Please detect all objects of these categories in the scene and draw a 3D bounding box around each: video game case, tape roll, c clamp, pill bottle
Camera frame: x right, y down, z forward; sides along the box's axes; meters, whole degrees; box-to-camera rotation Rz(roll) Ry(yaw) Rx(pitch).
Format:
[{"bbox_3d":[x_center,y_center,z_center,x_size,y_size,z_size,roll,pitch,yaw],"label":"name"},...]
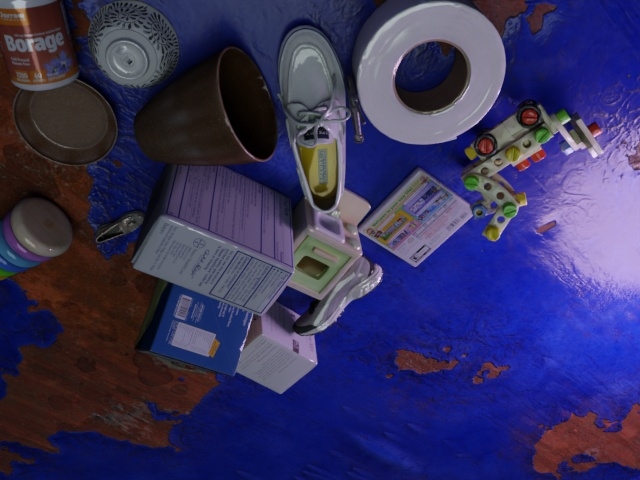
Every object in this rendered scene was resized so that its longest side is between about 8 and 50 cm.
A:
[{"bbox_3d":[0.228,-0.050,1.437,0.193,0.023,0.212,31,120,-25],"label":"video game case"},{"bbox_3d":[0.205,-0.331,1.173,0.286,0.100,0.286,-3,127,-4],"label":"tape roll"},{"bbox_3d":[0.067,-0.246,1.183,0.022,0.137,0.161,-13,160,2],"label":"c clamp"},{"bbox_3d":[-0.505,-0.383,1.054,0.121,0.121,0.216,-3,128,-3],"label":"pill bottle"}]

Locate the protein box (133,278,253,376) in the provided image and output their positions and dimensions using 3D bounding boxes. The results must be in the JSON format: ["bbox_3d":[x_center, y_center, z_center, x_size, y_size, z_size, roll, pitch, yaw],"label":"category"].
[{"bbox_3d":[-0.279,0.183,1.376,0.201,0.200,0.136,25,161,-27],"label":"protein box"}]

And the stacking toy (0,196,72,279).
[{"bbox_3d":[-0.715,0.037,1.359,0.330,0.141,0.141,-29,124,23],"label":"stacking toy"}]

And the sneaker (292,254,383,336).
[{"bbox_3d":[0.026,0.131,1.513,0.271,0.100,0.108,-43,107,11],"label":"sneaker"}]

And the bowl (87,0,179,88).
[{"bbox_3d":[-0.351,-0.347,1.122,0.170,0.080,0.170,-3,127,-4],"label":"bowl"}]

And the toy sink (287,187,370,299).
[{"bbox_3d":[0.000,0.000,1.386,0.152,0.131,0.234,27,120,-24],"label":"toy sink"}]

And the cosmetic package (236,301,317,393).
[{"bbox_3d":[-0.128,0.268,1.566,0.183,0.151,0.151,33,117,-27],"label":"cosmetic package"}]

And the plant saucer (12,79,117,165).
[{"bbox_3d":[-0.506,-0.243,1.215,0.198,0.036,0.199,-3,128,-4],"label":"plant saucer"}]

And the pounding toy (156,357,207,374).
[{"bbox_3d":[-0.319,0.243,1.536,0.154,0.155,0.269,6,158,3],"label":"pounding toy"}]

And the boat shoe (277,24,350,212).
[{"bbox_3d":[-0.012,-0.220,1.176,0.135,0.156,0.367,-5,116,-2],"label":"boat shoe"}]

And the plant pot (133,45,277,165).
[{"bbox_3d":[-0.234,-0.230,1.162,0.230,0.215,0.215,-12,129,22],"label":"plant pot"}]

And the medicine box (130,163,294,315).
[{"bbox_3d":[-0.211,-0.021,1.267,0.289,0.263,0.149,25,122,-22],"label":"medicine box"}]

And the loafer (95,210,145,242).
[{"bbox_3d":[-0.456,-0.027,1.381,0.125,0.039,0.045,-22,125,11],"label":"loafer"}]

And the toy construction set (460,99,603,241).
[{"bbox_3d":[0.436,-0.168,1.286,0.327,0.151,0.215,-36,98,12],"label":"toy construction set"}]
